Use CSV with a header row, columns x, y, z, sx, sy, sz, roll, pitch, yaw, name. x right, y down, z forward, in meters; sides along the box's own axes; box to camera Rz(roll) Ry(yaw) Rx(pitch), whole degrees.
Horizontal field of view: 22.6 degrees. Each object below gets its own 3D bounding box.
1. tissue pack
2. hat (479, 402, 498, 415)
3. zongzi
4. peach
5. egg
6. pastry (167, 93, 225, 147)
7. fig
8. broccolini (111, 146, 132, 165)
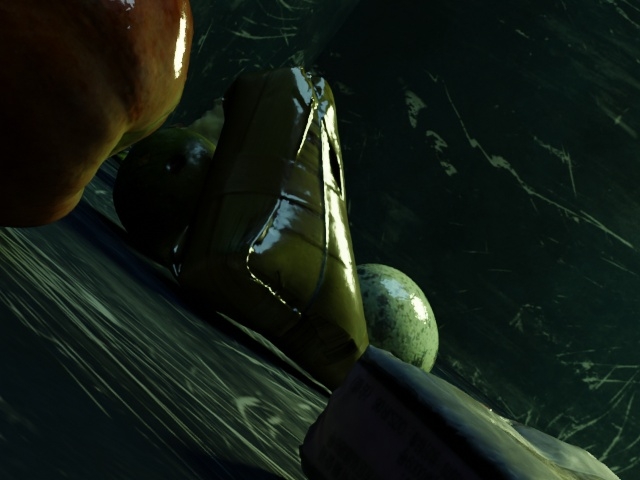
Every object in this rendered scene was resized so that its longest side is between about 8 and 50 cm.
x,y,z,sx,sy,sz,roll,pitch,yaw,name
0.168,0.218,0.921,0.259,0.122,0.361,32,6,-39,tissue pack
0.122,0.204,1.336,0.112,0.094,0.162,27,22,-14,hat
0.000,0.000,1.557,0.123,0.260,0.289,-12,-38,40,zongzi
-0.214,-0.142,1.022,0.257,0.232,0.232,49,1,-3,peach
0.075,0.106,1.946,0.172,0.132,0.132,49,-3,-24,egg
-0.087,-0.070,2.090,0.256,0.236,0.170,40,27,-48,pastry
-0.130,-0.031,1.602,0.156,0.123,0.123,45,-3,-37,fig
-0.271,-0.116,2.329,0.271,0.062,0.123,35,-10,34,broccolini
